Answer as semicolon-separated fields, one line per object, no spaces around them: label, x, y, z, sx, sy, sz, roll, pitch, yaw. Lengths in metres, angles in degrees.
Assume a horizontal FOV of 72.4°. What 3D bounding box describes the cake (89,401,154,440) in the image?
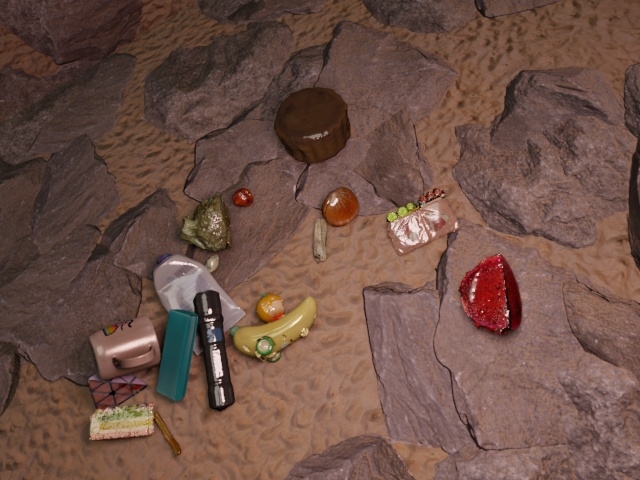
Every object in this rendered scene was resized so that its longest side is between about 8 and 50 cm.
cake;-0.696;0.652;1.568;0.226;0.090;0.109;-6;62;-1

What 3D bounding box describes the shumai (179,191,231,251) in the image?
shumai;-0.478;-0.068;1.791;0.218;0.189;0.255;-13;57;6

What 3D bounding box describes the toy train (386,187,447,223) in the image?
toy train;0.369;-0.118;1.667;0.250;0.053;0.085;-28;70;-1

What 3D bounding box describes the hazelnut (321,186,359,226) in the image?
hazelnut;0.076;-0.131;1.699;0.150;0.150;0.150;-6;63;12

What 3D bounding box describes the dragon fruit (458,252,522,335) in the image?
dragon fruit;0.565;0.193;1.413;0.189;0.163;0.261;14;60;-16

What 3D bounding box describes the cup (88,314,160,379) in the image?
cup;-0.692;0.394;1.554;0.201;0.191;0.253;-15;16;-36

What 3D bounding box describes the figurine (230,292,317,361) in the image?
figurine;-0.163;0.293;1.572;0.325;0.124;0.222;-33;58;-6

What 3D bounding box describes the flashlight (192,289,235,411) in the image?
flashlight;-0.378;0.388;1.567;0.103;0.103;0.423;-17;72;7

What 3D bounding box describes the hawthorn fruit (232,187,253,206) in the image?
hawthorn fruit;-0.335;-0.179;1.870;0.093;0.093;0.093;-6;63;12

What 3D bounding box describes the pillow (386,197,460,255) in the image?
pillow;0.374;-0.051;1.612;0.248;0.049;0.135;-26;89;5

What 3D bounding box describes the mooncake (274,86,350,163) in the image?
mooncake;-0.029;-0.489;1.880;0.324;0.187;0.323;-6;61;11

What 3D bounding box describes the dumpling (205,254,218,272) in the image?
dumpling;-0.447;0.095;1.787;0.060;0.043;0.077;-2;80;31

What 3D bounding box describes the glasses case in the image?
glasses case;-0.506;0.406;1.567;0.117;0.070;0.300;9;87;36

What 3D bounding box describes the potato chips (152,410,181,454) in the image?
potato chips;-0.541;0.673;1.532;0.026;0.037;0.204;-39;55;-17

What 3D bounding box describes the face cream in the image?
face cream;-0.508;0.212;1.712;0.235;0.137;0.420;-40;69;-11

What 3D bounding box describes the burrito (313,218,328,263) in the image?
burrito;0.001;0.001;1.711;0.058;0.045;0.188;-15;61;36

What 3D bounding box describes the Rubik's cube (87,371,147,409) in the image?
Rubik's cube;-0.764;0.519;1.663;0.191;0.211;0.178;-4;35;-22
